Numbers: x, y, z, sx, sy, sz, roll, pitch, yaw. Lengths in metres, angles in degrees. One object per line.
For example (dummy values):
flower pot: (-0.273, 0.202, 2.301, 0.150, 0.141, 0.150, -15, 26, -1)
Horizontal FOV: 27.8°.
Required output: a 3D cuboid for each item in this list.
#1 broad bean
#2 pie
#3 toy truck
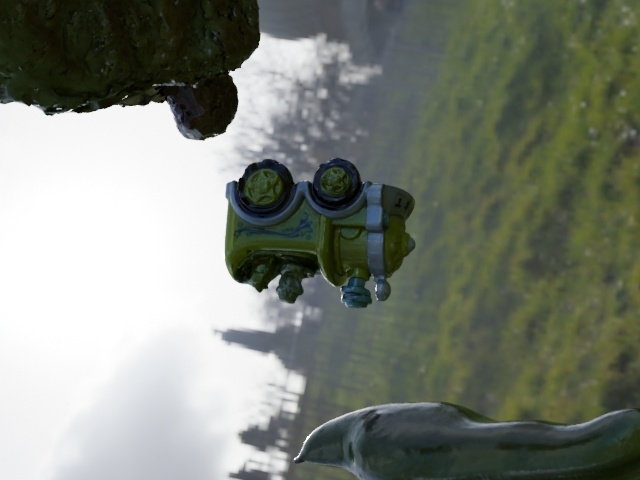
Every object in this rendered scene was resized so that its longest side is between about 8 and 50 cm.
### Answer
broad bean: (0.118, 0.136, 0.852, 0.067, 0.325, 0.075, 42, -131, -46)
pie: (-0.253, -0.303, 1.324, 0.418, 0.180, 0.395, 10, -125, -52)
toy truck: (0.000, 0.000, 0.743, 0.076, 0.111, 0.077, 48, -134, -67)
